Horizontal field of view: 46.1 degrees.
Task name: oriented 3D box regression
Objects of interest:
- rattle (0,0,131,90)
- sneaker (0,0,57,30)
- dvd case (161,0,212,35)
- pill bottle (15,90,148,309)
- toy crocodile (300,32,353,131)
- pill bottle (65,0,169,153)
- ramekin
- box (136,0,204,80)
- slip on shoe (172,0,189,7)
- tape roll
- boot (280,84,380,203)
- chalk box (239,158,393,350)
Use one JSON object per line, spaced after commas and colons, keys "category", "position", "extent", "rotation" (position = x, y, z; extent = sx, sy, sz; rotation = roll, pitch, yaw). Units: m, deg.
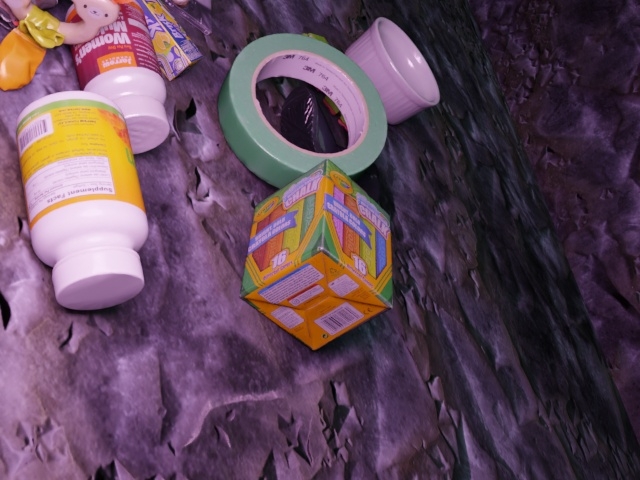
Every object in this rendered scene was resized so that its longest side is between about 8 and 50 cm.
{"category": "rattle", "position": [-0.329, -0.285, 0.983], "extent": [0.143, 0.199, 0.130], "rotation": [-73, 158, -43]}
{"category": "sneaker", "position": [-0.436, -0.329, 1.065], "extent": [0.158, 0.061, 0.065], "rotation": [-26, 112, -60]}
{"category": "dvd case", "position": [-0.284, -0.529, 1.508], "extent": [0.164, 0.018, 0.221], "rotation": [30, 39, -39]}
{"category": "pill bottle", "position": [-0.288, -0.047, 0.921], "extent": [0.136, 0.136, 0.246], "rotation": [15, 51, -51]}
{"category": "toy crocodile", "position": [0.049, -0.345, 1.772], "extent": [0.340, 0.105, 0.115], "rotation": [58, 29, 10]}
{"category": "pill bottle", "position": [-0.297, -0.246, 1.112], "extent": [0.121, 0.121, 0.221], "rotation": [11, 53, -53]}
{"category": "ramekin", "position": [0.187, -0.448, 2.028], "extent": [0.277, 0.135, 0.277], "rotation": [38, 34, -32]}
{"category": "box", "position": [-0.284, -0.367, 1.309], "extent": [0.169, 0.059, 0.054], "rotation": [53, 28, -9]}
{"category": "slip on shoe", "position": [-0.289, -0.498, 1.415], "extent": [0.135, 0.051, 0.041], "rotation": [53, -9, 4]}
{"category": "tape roll", "position": [-0.031, -0.240, 1.423], "extent": [0.321, 0.077, 0.321], "rotation": [12, 60, -22]}
{"category": "boot", "position": [0.025, -0.183, 1.570], "extent": [0.207, 0.094, 0.246], "rotation": [18, 52, -47]}
{"category": "chalk box", "position": [0.000, 0.000, 1.276], "extent": [0.179, 0.180, 0.289], "rotation": [40, 33, -30]}
